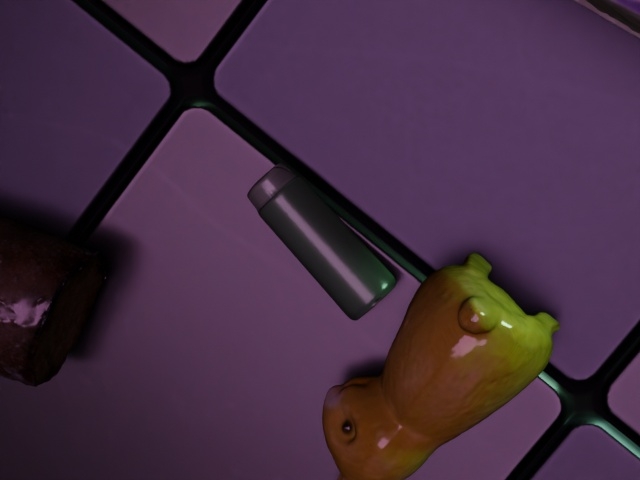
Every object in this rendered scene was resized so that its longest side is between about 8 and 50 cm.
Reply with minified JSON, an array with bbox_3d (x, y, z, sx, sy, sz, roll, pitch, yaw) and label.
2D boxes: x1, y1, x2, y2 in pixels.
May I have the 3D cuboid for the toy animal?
[{"bbox_3d":[0.039,0.084,0.744,0.070,0.083,0.159,43,110,11],"label":"toy animal"}]

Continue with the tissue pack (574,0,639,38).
[{"bbox_3d":[0.165,-0.263,0.642,0.242,0.160,0.338,30,100,5],"label":"tissue pack"}]

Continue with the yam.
[{"bbox_3d":[-0.185,0.018,0.773,0.141,0.079,0.079,19,99,8],"label":"yam"}]

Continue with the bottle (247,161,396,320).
[{"bbox_3d":[0.000,0.000,0.763,0.030,0.030,0.083,-42,87,11],"label":"bottle"}]
